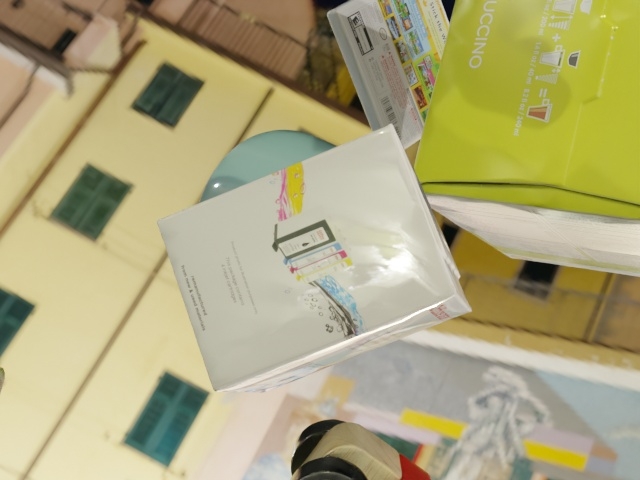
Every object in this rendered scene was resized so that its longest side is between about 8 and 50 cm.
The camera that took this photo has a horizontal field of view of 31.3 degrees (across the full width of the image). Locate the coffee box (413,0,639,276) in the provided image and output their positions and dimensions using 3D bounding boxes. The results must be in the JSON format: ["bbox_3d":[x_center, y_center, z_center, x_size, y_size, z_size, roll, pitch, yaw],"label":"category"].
[{"bbox_3d":[0.353,-0.152,1.353,0.338,0.337,0.334,9,-9,34],"label":"coffee box"}]

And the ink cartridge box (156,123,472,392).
[{"bbox_3d":[0.001,0.025,1.070,0.233,0.168,0.171,-22,-12,7],"label":"ink cartridge box"}]

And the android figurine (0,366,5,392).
[{"bbox_3d":[-0.244,0.053,0.337,0.273,0.248,0.056,17,-15,0],"label":"android figurine"}]

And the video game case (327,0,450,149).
[{"bbox_3d":[0.123,-0.264,1.662,0.026,0.206,0.227,-1,-63,50],"label":"video game case"}]

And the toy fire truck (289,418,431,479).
[{"bbox_3d":[0.044,0.270,0.790,0.246,0.217,0.158,35,6,-2],"label":"toy fire truck"}]

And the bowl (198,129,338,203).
[{"bbox_3d":[0.000,0.000,1.562,0.163,0.311,0.311,3,-37,52],"label":"bowl"}]
